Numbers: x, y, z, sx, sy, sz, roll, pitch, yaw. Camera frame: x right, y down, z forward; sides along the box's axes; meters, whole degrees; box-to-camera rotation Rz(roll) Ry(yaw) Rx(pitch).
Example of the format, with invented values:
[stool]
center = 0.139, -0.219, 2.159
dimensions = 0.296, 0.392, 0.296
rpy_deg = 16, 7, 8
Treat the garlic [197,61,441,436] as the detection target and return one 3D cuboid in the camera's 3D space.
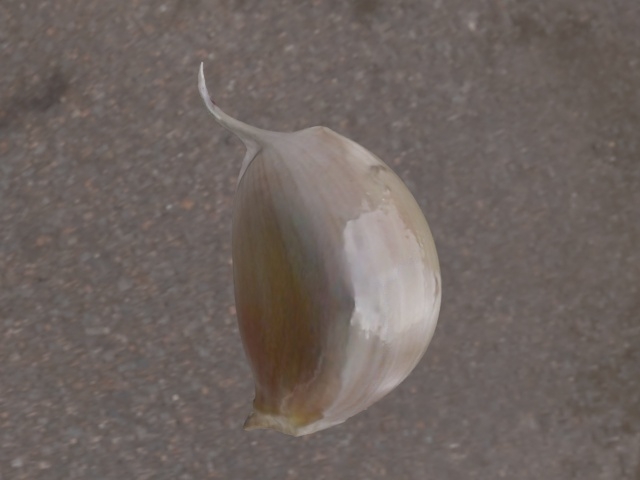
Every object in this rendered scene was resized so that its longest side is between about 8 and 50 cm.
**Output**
[garlic]
center = 0.002, -0.005, 0.938
dimensions = 0.148, 0.128, 0.266
rpy_deg = -8, 84, -2
